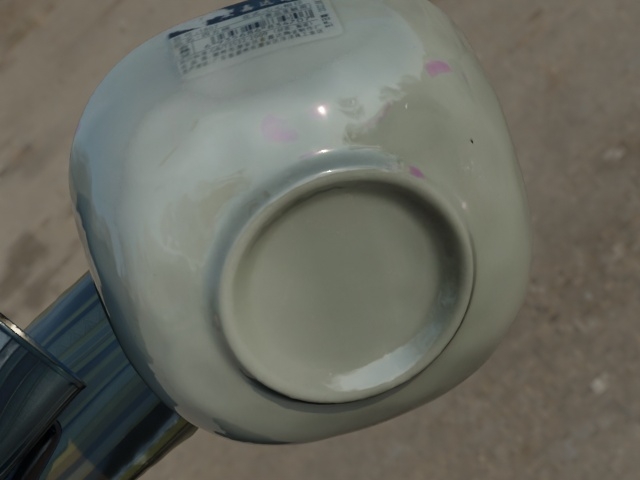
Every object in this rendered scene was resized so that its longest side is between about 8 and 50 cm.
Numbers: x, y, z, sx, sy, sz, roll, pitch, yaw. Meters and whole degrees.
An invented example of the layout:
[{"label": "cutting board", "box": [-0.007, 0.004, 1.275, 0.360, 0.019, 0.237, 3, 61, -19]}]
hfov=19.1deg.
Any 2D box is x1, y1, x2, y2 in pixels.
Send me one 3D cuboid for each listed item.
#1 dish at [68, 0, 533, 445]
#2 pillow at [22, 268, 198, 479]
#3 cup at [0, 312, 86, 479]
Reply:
[{"label": "dish", "box": [0.000, 0.000, 0.973, 0.256, 0.256, 0.117, -41, 28, 6]}, {"label": "pillow", "box": [-0.155, 0.103, 1.231, 0.208, 0.052, 0.212, -45, 36, 6]}, {"label": "cup", "box": [-0.206, 0.109, 1.060, 0.138, 0.150, 0.113, -51, 22, -6]}]
